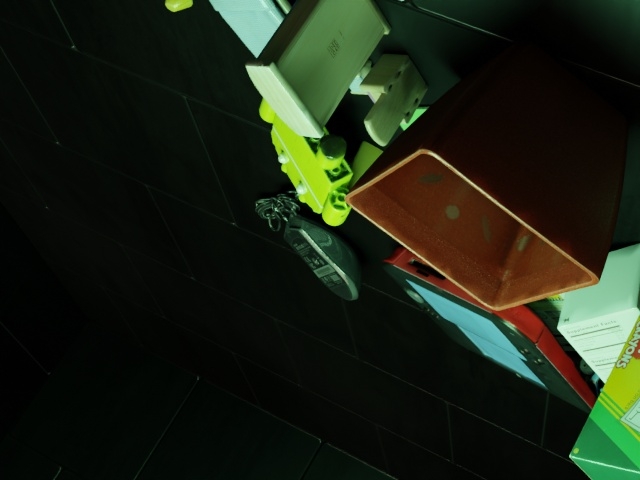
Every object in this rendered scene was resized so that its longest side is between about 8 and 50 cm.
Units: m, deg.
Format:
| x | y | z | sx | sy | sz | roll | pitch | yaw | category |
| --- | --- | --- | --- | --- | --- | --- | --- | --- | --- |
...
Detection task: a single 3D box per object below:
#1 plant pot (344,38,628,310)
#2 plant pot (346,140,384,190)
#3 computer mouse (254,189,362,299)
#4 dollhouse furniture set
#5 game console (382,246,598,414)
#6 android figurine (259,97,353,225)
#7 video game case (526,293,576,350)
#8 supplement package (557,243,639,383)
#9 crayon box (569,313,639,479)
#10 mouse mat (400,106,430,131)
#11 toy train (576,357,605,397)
| x | y | z | sx | sy | sz | roll | pitch | yaw | category |
| --- | --- | --- | --- | --- | --- | --- | --- | --- | --- |
| 0.236 | -0.095 | 1.467 | 0.267 | 0.235 | 0.267 | 36 | 160 | -10 | plant pot |
| 0.082 | -0.098 | 1.892 | 0.081 | 0.083 | 0.081 | 29 | 159 | 6 | plant pot |
| 0.000 | 0.000 | 2.263 | 0.272 | 0.072 | 0.188 | 50 | 158 | -11 | computer mouse |
| -0.068 | -0.246 | 1.609 | 0.303 | 0.198 | 0.286 | 12 | 152 | 43 | dollhouse furniture set |
| 0.307 | 0.166 | 2.105 | 0.386 | 0.060 | 0.342 | 28 | 162 | 49 | game console |
| -0.021 | -0.140 | 1.874 | 0.248 | 0.056 | 0.273 | 60 | 164 | 8 | android figurine |
| 0.406 | 0.092 | 1.935 | 0.300 | 0.036 | 0.329 | 40 | 159 | -21 | video game case |
| 0.486 | 0.142 | 1.729 | 0.134 | 0.139 | 0.244 | -20 | 126 | 39 | supplement package |
| 0.539 | 0.176 | 1.471 | 0.106 | 0.363 | 0.313 | 44 | 156 | -29 | crayon box |
| 0.202 | -0.141 | 1.737 | 0.153 | 0.007 | 0.189 | 7 | 149 | 49 | mouse mat |
| 0.526 | 0.274 | 2.118 | 0.105 | 0.080 | 0.184 | 26 | 160 | 32 | toy train |
